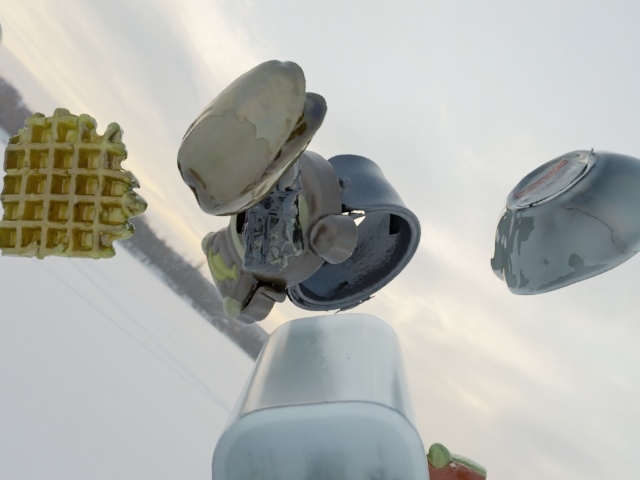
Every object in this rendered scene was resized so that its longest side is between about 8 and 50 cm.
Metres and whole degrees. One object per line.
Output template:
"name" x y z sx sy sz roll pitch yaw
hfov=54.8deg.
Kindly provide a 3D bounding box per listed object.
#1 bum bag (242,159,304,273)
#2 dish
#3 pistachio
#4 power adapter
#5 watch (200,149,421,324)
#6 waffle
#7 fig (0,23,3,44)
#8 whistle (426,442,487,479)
"bum bag" -0.070 -0.066 0.902 0.069 0.102 0.247 -130 -143 -57
"dish" 0.269 -0.042 0.681 0.081 0.229 0.229 50 -14 -14
"pistachio" -0.082 -0.121 0.749 0.131 0.206 0.129 44 1 38
"power adapter" 0.007 0.170 0.402 0.255 0.124 0.186 -65 149 -80
"watch" 0.000 0.000 1.172 0.327 0.335 0.314 20 31 -45
"waffle" -0.358 -0.083 0.909 0.219 0.229 0.057 3 -4 11
"fig" -0.491 -0.305 0.798 0.166 0.154 0.144 38 -32 -26
"whistle" 0.138 0.310 0.744 0.289 0.131 0.106 21 10 19
